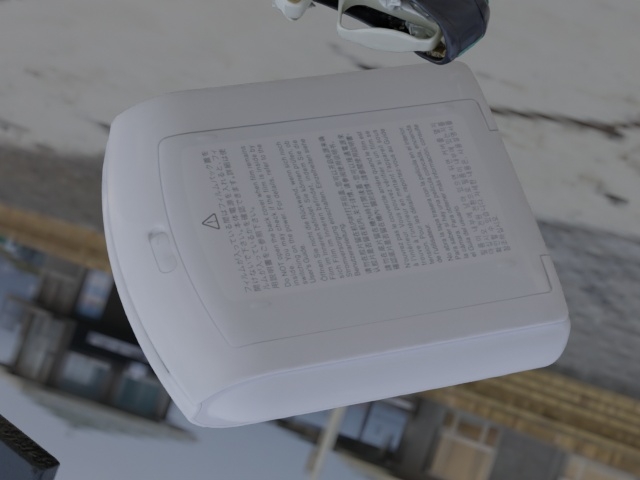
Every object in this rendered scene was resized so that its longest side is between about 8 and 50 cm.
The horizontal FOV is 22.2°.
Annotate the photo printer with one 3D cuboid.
[{"bbox_3d":[0.000,0.000,1.190,0.308,0.256,0.107,-9,153,-22],"label":"photo printer"}]

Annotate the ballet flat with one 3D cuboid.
[{"bbox_3d":[0.014,-0.172,1.092,0.203,0.074,0.074,25,178,8],"label":"ballet flat"}]

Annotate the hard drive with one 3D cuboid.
[{"bbox_3d":[-0.231,0.179,1.086,0.094,0.135,0.022,33,-156,26],"label":"hard drive"}]
